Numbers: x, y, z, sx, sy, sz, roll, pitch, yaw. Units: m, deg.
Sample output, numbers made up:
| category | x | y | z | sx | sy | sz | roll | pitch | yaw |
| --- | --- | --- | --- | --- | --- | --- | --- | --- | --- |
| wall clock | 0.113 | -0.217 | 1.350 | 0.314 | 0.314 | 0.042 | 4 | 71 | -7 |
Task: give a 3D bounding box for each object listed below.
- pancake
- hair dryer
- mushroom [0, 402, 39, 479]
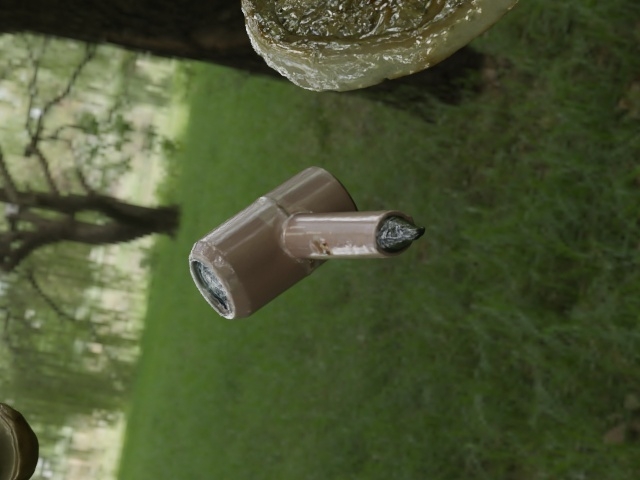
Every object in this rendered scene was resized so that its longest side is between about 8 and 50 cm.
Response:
| category | x | y | z | sx | sy | sz | roll | pitch | yaw |
| --- | --- | --- | --- | --- | --- | --- | --- | --- | --- |
| pancake | 0.030 | -0.132 | 0.552 | 0.025 | 0.151 | 0.152 | 54 | -150 | -46 |
| hair dryer | 0.000 | 0.000 | 1.252 | 0.107 | 0.189 | 0.344 | 61 | 156 | -12 |
| mushroom | -0.341 | 0.181 | 0.857 | 0.350 | 0.128 | 0.128 | -1 | -77 | -65 |
